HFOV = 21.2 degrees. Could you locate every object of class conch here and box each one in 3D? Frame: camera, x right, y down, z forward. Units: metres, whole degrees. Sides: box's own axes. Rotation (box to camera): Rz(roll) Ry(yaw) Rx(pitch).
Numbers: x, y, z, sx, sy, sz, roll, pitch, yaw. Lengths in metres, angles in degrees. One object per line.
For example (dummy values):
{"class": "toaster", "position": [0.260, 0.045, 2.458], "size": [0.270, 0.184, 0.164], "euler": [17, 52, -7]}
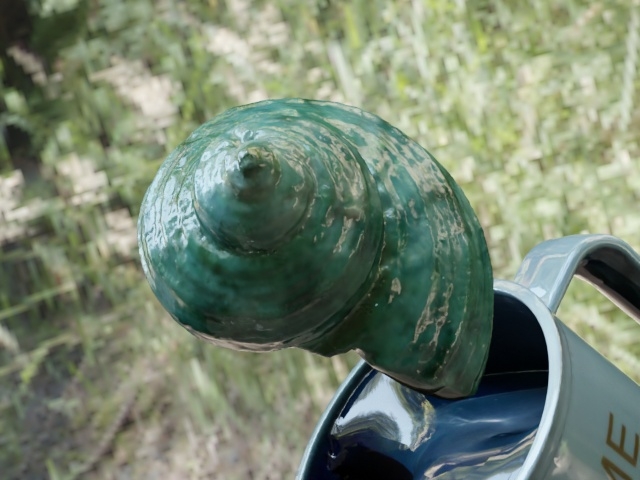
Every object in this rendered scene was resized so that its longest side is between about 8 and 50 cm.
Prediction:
{"class": "conch", "position": [-0.001, -0.002, 0.911], "size": [0.196, 0.134, 0.202], "euler": [28, 14, 28]}

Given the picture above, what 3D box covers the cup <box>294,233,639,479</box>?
{"class": "cup", "position": [0.177, 0.196, 1.267], "size": [0.257, 0.311, 0.331], "euler": [-34, 31, 32]}
